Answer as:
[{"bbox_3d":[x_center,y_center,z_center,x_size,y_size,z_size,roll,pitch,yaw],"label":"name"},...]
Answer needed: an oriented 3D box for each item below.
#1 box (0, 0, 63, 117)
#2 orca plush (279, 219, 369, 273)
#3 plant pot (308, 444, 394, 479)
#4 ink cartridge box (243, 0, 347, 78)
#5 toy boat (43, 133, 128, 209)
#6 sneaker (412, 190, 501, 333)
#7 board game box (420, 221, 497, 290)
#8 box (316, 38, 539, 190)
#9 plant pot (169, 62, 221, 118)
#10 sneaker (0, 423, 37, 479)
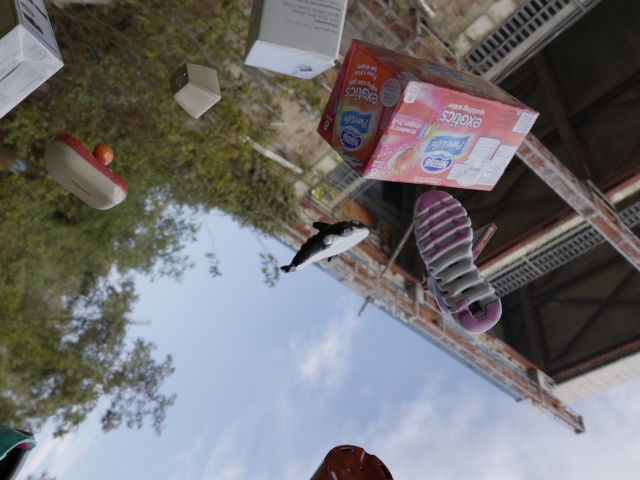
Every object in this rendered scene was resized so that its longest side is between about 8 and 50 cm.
[{"bbox_3d":[-0.547,-0.341,0.948,0.169,0.087,0.290,-39,-129,4],"label":"box"},{"bbox_3d":[0.000,0.000,1.615,0.287,0.102,0.151,-32,157,-13],"label":"orca plush"},{"bbox_3d":[0.055,0.706,1.476,0.272,0.273,0.265,-105,-144,-61],"label":"plant pot"},{"bbox_3d":[-0.020,-0.285,0.581,0.148,0.086,0.203,-145,-115,-75],"label":"ink cartridge box"},{"bbox_3d":[-0.617,-0.203,1.513,0.151,0.231,0.151,-15,-137,40],"label":"toy boat"},{"bbox_3d":[0.202,0.036,0.908,0.095,0.236,0.104,-22,-176,-11],"label":"sneaker"},{"bbox_3d":[0.403,0.043,1.616,0.145,0.027,0.281,-34,-176,44],"label":"board game box"},{"bbox_3d":[0.141,-0.155,0.730,0.122,0.257,0.128,51,-52,39],"label":"box"},{"bbox_3d":[-0.353,-0.423,1.544,0.109,0.096,0.109,-30,-121,28],"label":"plant pot"},{"bbox_3d":[-0.433,0.210,0.668,0.124,0.179,0.295,-1,95,-79],"label":"sneaker"}]
